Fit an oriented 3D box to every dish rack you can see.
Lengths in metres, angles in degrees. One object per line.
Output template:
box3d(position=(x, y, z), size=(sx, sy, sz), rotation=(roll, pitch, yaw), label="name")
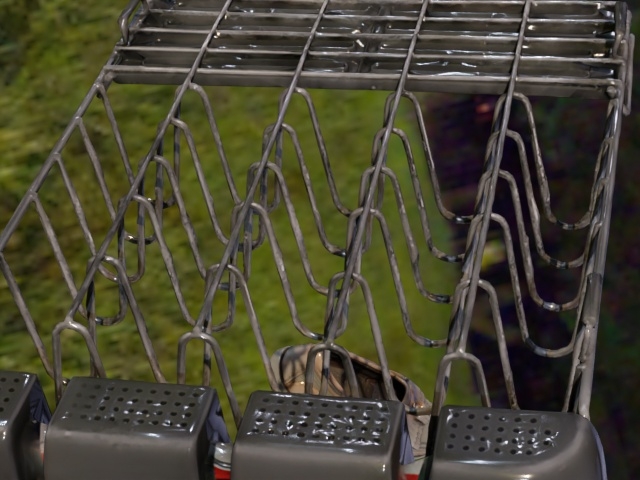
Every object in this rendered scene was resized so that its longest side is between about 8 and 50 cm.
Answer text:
box3d(position=(0.000, 0.000, 0.515), size=(0.271, 0.208, 0.074), rotation=(-72, 162, -50), label="dish rack")

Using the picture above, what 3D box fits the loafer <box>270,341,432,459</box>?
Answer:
box3d(position=(0.029, 0.087, 0.879), size=(0.125, 0.039, 0.045), rotation=(27, 52, -35), label="loafer")
